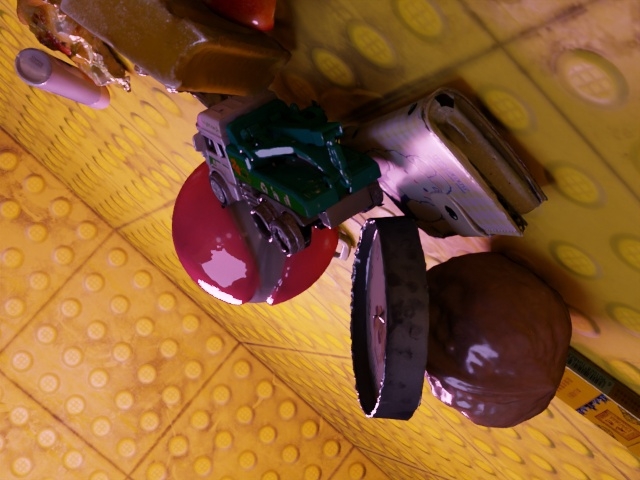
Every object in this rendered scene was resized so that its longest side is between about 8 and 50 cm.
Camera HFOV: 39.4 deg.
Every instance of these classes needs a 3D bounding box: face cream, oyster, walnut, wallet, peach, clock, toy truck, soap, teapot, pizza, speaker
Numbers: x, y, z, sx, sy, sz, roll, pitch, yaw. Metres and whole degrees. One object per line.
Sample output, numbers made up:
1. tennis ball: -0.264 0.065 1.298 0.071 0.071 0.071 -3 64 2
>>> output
1. face cream: -0.547 -0.343 1.911 0.107 0.073 0.269 41 -174 10
2. oyster: -0.227 -0.282 1.534 0.162 0.107 0.233 29 178 28
3. walnut: 0.253 0.149 1.359 0.227 0.273 0.273 13 -176 -41
4. wallet: 0.154 -0.093 1.214 0.223 0.077 0.309 44 167 -12
5. peach: -0.101 -0.337 1.103 0.118 0.151 0.151 -2 173 -17
6. clock: 0.097 0.116 1.342 0.061 0.312 0.312 1 164 -8
7. toy truck: -0.050 -0.117 1.310 0.363 0.177 0.178 28 142 54
8. soap: -0.175 -0.274 1.174 0.199 0.091 0.315 38 -165 8
9. teapot: -0.003 -0.008 1.786 0.091 0.124 0.092 115 146 -57
10. pizza: -0.497 -0.400 1.809 0.288 0.075 0.280 43 164 -10
11. speaker: -0.121 -0.028 1.572 0.294 0.294 0.294 36 162 13

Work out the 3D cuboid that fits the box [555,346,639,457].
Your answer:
1. box: 0.496 0.285 1.516 0.279 0.041 0.153 37 161 11
